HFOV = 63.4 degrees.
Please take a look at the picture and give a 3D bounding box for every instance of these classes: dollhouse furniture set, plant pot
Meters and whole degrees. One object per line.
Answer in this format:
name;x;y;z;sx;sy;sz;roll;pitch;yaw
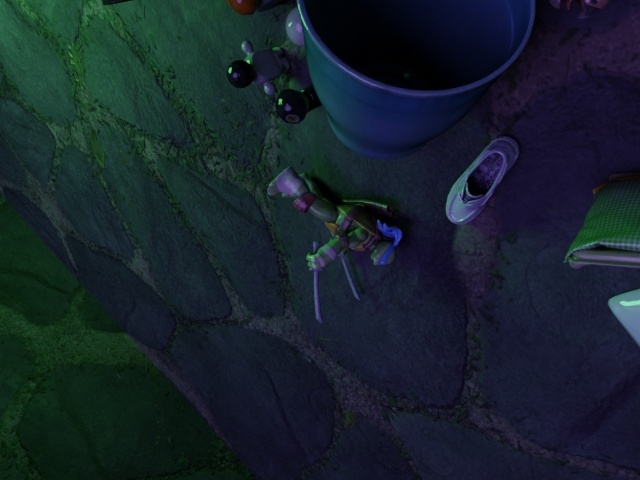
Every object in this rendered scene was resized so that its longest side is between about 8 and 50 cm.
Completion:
dollhouse furniture set;0.445;-0.069;0.571;0.302;0.197;0.151;4;122;40
plant pot;0.101;-0.245;0.701;0.272;0.271;0.255;44;166;9

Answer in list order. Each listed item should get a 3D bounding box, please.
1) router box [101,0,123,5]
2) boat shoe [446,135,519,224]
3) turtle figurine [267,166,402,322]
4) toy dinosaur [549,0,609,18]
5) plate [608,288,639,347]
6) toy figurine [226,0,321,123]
router box;-0.180;-0.457;0.830;0.309;0.243;0.081;10;124;37
boat shoe;0.253;-0.085;0.837;0.066;0.063;0.184;44;138;9
turtle figurine;0.000;0.000;1.030;0.266;0.198;0.274;45;135;13
toy dinosaur;0.270;-0.405;0.517;0.200;0.127;0.295;28;149;23
plate;0.598;0.162;0.715;0.278;0.045;0.277;54;140;-2
toy figurine;-0.062;-0.329;0.885;0.209;0.148;0.213;33;136;20
